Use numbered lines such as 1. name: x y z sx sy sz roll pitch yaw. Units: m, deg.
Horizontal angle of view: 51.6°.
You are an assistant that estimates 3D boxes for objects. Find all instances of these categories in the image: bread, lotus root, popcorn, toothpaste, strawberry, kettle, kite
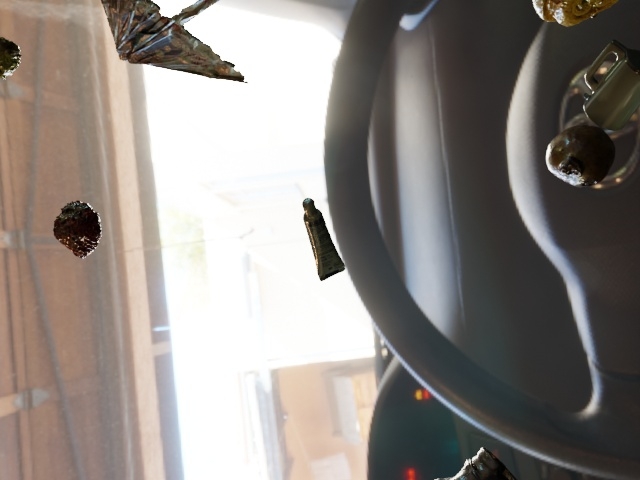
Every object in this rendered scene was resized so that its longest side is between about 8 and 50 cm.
1. bread: 0.623 -0.615 1.572 0.198 0.236 0.120 36 -151 -62
2. lotus root: 0.596 -0.194 1.521 0.260 0.145 0.129 -32 -40 -56
3. popcorn: -0.543 -0.316 1.134 0.068 0.059 0.083 49 167 9
4. toothpaste: 0.000 0.000 1.329 0.037 0.061 0.216 -114 3 -48
5. strawberry: -0.417 -0.016 1.139 0.083 0.083 0.096 -93 7 -54
6. kettle: 0.639 -0.329 1.407 0.148 0.098 0.127 112 149 -50
7. kite: -0.308 -0.416 1.301 0.406 0.368 0.014 35 -122 -35

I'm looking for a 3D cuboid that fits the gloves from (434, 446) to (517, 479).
1. gloves: 0.164 0.411 1.005 0.142 0.285 0.119 51 -163 -64
